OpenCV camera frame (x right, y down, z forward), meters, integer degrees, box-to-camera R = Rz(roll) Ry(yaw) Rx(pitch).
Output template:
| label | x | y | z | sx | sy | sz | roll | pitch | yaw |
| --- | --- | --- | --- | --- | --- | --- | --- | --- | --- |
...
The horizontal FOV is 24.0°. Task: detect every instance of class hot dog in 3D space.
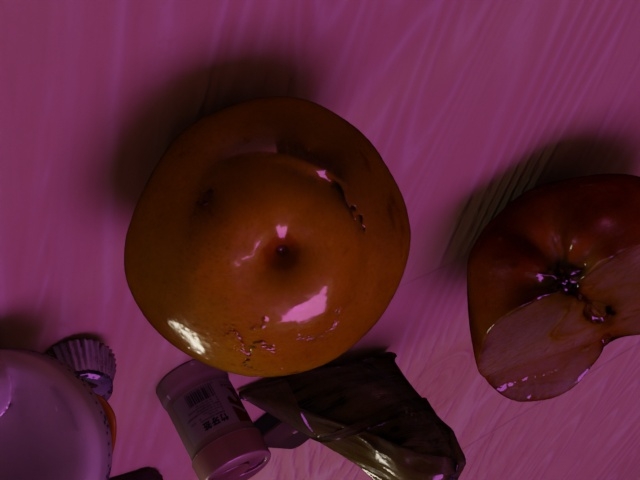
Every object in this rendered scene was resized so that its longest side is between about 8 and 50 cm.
| label | x | y | z | sx | sy | sz | roll | pitch | yaw |
| --- | --- | --- | --- | --- | --- | --- | --- | --- | --- |
| hot dog | -0.337 | 0.207 | 1.785 | 0.252 | 0.069 | 0.131 | -43 | 143 | 18 |

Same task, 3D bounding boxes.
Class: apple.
| label | x | y | z | sx | sy | sz | roll | pitch | yaw |
| --- | --- | --- | --- | --- | --- | --- | --- | --- | --- |
| apple | 0.353 | 0.063 | 2.010 | 0.365 | 0.295 | 0.329 | 38 | 72 | -58 |

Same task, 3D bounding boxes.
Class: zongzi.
| label | x | y | z | sx | sy | sz | roll | pitch | yaw |
| --- | --- | --- | --- | --- | --- | --- | --- | --- | --- |
| zongzi | 0.049 | 0.275 | 2.112 | 0.274 | 0.251 | 0.125 | -3 | 129 | -42 |

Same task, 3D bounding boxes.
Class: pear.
| label | x | y | z | sx | sy | sz | roll | pitch | yaw |
| --- | --- | --- | --- | --- | --- | --- | --- | --- | --- |
| pear | -0.063 | -0.006 | 1.496 | 0.285 | 0.285 | 0.336 | -16 | -169 | -27 |

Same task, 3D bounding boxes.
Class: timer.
| label | x | y | z | sx | sy | sz | roll | pitch | yaw |
| --- | --- | --- | --- | --- | --- | --- | --- | --- | --- |
| timer | -0.344 | 0.226 | 1.604 | 0.233 | 0.233 | 0.240 | -33 | 174 | 5 |

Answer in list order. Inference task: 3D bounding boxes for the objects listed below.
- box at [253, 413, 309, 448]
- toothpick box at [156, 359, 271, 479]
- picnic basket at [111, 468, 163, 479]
| label | x | y | z | sx | sy | sz | roll | pitch | yaw |
| --- | --- | --- | --- | --- | --- | --- | --- | --- | --- |
| box | -0.044 | 0.276 | 2.262 | 0.091 | 0.031 | 0.126 | -40 | 154 | 20 |
| toothpick box | -0.140 | 0.238 | 1.950 | 0.098 | 0.149 | 0.098 | -25 | 154 | -13 |
| picnic basket | -0.330 | 0.464 | 2.154 | 0.296 | 0.129 | 0.222 | -17 | 140 | -28 |
